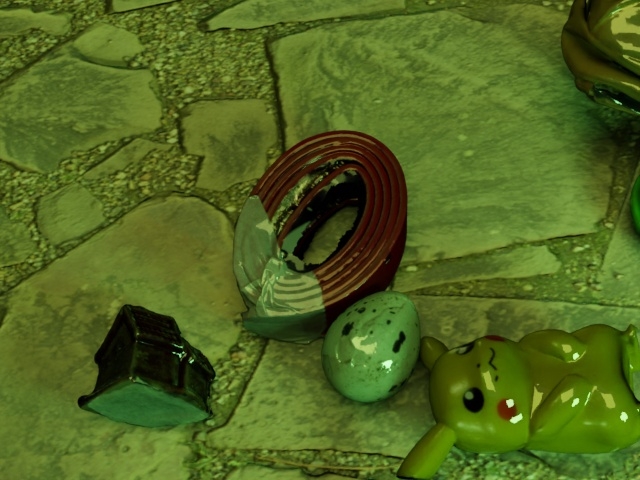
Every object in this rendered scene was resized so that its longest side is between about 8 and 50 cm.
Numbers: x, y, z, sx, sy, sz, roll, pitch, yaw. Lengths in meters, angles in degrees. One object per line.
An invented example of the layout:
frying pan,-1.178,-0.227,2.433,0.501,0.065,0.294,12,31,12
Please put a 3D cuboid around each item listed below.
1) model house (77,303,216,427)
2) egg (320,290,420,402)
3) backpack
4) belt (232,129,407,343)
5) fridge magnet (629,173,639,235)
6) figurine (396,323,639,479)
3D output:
model house,-0.229,0.171,1.466,0.165,0.106,0.152,23,48,-25
egg,0.072,0.139,1.433,0.131,0.131,0.164,20,71,13
backpack,0.544,-0.281,1.541,0.378,0.201,0.353,23,38,1
belt,0.000,0.000,1.515,0.227,0.115,0.324,25,68,16
fridge magnet,0.549,-0.045,1.517,0.208,0.088,0.208,1,60,-1
figurine,0.262,0.193,1.381,0.327,0.169,0.218,0,48,1
